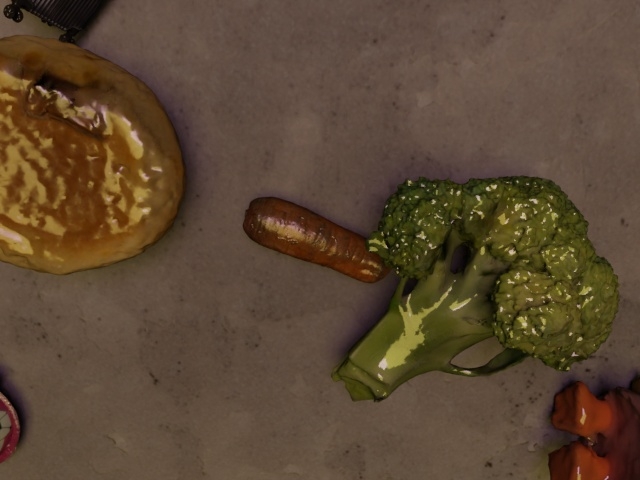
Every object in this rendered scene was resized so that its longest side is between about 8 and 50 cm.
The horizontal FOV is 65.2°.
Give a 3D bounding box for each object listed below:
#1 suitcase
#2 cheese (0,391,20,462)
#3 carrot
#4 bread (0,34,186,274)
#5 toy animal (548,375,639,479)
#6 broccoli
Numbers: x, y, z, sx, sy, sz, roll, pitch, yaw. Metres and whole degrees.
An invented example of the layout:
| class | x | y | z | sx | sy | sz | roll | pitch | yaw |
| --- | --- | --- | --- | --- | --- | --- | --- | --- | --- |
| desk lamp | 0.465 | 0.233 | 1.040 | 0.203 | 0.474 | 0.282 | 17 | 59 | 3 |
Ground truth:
| class | x | y | z | sx | sy | sz | roll | pitch | yaw |
| --- | --- | --- | --- | --- | --- | --- | --- | --- | --- |
| suitcase | -0.249 | -0.264 | 0.485 | 0.126 | 0.086 | 0.059 | -47 | 75 | 12 |
| cheese | -0.483 | 0.266 | 0.655 | 0.155 | 0.062 | 0.244 | 25 | 105 | -9 |
| carrot | 0.000 | 0.000 | 0.580 | 0.186 | 0.060 | 0.060 | 21 | 105 | -8 |
| bread | -0.259 | -0.086 | 0.516 | 0.244 | 0.134 | 0.244 | -1 | 105 | -3 |
| toy animal | 0.441 | 0.272 | 0.607 | 0.281 | 0.169 | 0.195 | 19 | 71 | -8 |
| broccoli | 0.155 | 0.055 | 0.510 | 0.302 | 0.186 | 0.254 | -22 | 118 | -12 |
